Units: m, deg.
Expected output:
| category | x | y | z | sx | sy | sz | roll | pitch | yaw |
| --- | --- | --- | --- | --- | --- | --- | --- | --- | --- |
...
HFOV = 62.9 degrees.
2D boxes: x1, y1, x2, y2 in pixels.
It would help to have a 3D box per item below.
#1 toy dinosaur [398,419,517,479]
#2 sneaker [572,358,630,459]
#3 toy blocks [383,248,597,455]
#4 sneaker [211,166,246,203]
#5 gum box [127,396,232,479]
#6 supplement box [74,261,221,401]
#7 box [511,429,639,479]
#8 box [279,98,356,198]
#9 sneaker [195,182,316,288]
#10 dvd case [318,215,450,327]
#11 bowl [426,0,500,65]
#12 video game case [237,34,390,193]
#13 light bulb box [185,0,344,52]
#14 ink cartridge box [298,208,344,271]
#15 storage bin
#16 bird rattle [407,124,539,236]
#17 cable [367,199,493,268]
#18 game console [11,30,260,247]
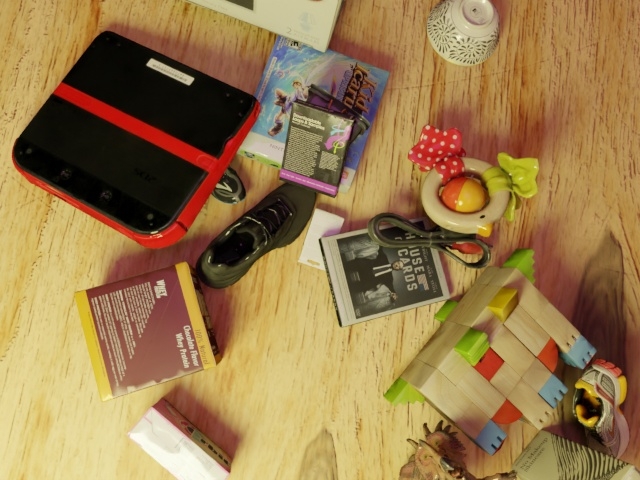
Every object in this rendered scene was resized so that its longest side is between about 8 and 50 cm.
| category | x | y | z | sx | sy | sz | roll | pitch | yaw |
| --- | --- | --- | --- | --- | --- | --- | --- | --- | --- |
| toy dinosaur | 0.199 | 0.425 | 0.929 | 0.200 | 0.295 | 0.127 | 38 | 43 | -2 |
| sneaker | 0.526 | 0.338 | 1.006 | 0.093 | 0.088 | 0.225 | -24 | 110 | -22 |
| toy blocks | 0.346 | 0.242 | 0.999 | 0.261 | 0.191 | 0.381 | 44 | 79 | -10 |
| sneaker | -0.211 | -0.152 | 1.025 | 0.067 | 0.078 | 0.188 | -30 | 86 | -10 |
| gum box | -0.240 | 0.370 | 0.928 | 0.188 | 0.107 | 0.062 | 41 | 79 | 1 |
| supplement box | -0.301 | 0.160 | 0.941 | 0.194 | 0.129 | 0.191 | -16 | 84 | -9 |
| box | 0.458 | 0.428 | 0.917 | 0.094 | 0.275 | 0.113 | 45 | 78 | 1 |
| box | -0.008 | -0.168 | 0.966 | 0.116 | 0.162 | 0.029 | 20 | 37 | 8 |
| sneaker | -0.107 | -0.020 | 0.985 | 0.109 | 0.130 | 0.286 | 44 | 70 | 0 |
| dvd case | 0.129 | 0.058 | 1.043 | 0.239 | 0.029 | 0.179 | -12 | 84 | -16 |
| bowl | 0.324 | -0.476 | 1.137 | 0.170 | 0.080 | 0.170 | 1 | 82 | -6 |
| video game case | -0.014 | -0.263 | 1.074 | 0.245 | 0.061 | 0.269 | 20 | 79 | -5 |
| light bulb box | -0.083 | -0.622 | 1.011 | 0.358 | 0.225 | 0.360 | 20 | 71 | -3 |
| ink cartridge box | 0.000 | 0.000 | 1.052 | 0.063 | 0.029 | 0.115 | 20 | 81 | -4 |
| storage bin | 0.013 | -0.218 | 0.997 | 0.135 | 0.098 | 0.091 | 34 | 89 | -2 |
| bird rattle | 0.280 | -0.114 | 1.012 | 0.254 | 0.143 | 0.206 | 25 | 65 | 11 |
| cable | 0.230 | -0.002 | 1.050 | 0.288 | 0.072 | 0.139 | -7 | 90 | -13 |
| game console | -0.353 | -0.198 | 0.990 | 0.387 | 0.060 | 0.341 | 27 | 75 | 12 |
